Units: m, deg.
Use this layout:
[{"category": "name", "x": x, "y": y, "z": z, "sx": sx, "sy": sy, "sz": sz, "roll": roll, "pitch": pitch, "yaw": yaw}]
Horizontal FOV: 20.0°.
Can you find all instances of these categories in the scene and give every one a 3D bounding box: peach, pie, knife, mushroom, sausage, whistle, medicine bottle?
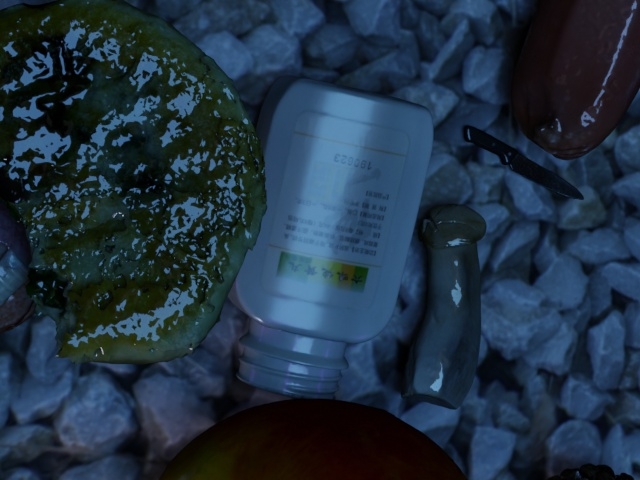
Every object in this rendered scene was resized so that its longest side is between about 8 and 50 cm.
[{"category": "peach", "x": 0.010, "y": 0.341, "z": 1.825, "sx": 0.388, "sy": 0.388, "sz": 0.388, "roll": -3, "pitch": 99, "yaw": -18}, {"category": "pie", "x": -0.202, "y": -0.063, "z": 1.696, "sx": 0.296, "sy": 0.078, "sz": 0.371, "roll": -37, "pitch": 92, "yaw": -8}, {"category": "knife", "x": 0.226, "y": -0.083, "z": 2.007, "sx": 0.170, "sy": 0.010, "sz": 0.023, "roll": 27, "pitch": 89, "yaw": -22}, {"category": "mushroom", "x": 0.137, "y": 0.071, "z": 1.967, "sx": 0.092, "sy": 0.081, "sz": 0.223, "roll": 7, "pitch": 94, "yaw": -39}, {"category": "sausage", "x": 0.290, "y": -0.212, "z": 1.941, "sx": 0.148, "sy": 0.148, "sz": 0.254, "roll": 24, "pitch": 96, "yaw": -20}, {"category": "whistle", "x": -0.380, "y": 0.067, "z": 1.777, "sx": 0.346, "sy": 0.134, "sz": 0.142, "roll": -44, "pitch": 145, "yaw": 1}, {"category": "medicine bottle", "x": 0.000, "y": 0.000, "z": 1.888, "sx": 0.179, "sy": 0.124, "sz": 0.324, "roll": 11, "pitch": 93, "yaw": -19}]

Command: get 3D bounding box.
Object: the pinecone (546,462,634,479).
[{"category": "pinecone", "x": 0.311, "y": 0.319, "z": 2.040, "sx": 0.121, "sy": 0.140, "sz": 0.140, "roll": -1, "pitch": 100, "yaw": -51}]
